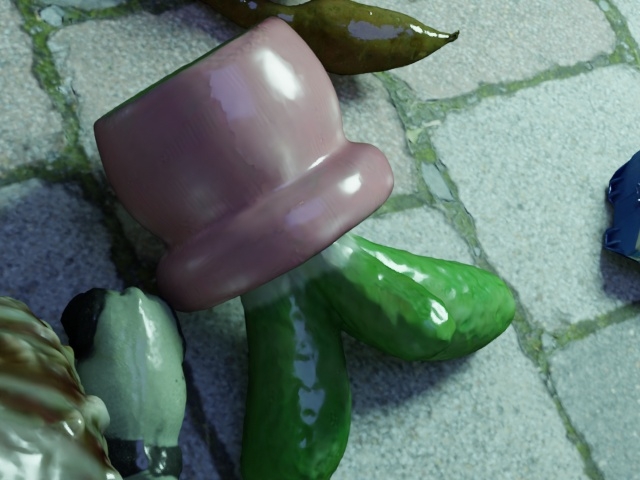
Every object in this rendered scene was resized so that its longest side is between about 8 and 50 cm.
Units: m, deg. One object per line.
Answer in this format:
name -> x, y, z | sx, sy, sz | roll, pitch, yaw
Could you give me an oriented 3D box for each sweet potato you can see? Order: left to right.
sweet potato -> -0.003, -0.202, 1.089 | 0.269, 0.075, 0.074 | 13, 60, -1

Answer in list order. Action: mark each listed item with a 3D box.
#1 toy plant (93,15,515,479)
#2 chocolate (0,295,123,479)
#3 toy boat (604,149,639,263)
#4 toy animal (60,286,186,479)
toy plant -> -0.005, -0.004, 0.915 | 0.317, 0.211, 0.356 | -38, 96, -34
chocolate -> -0.237, 0.146, 0.702 | 0.210, 0.225, 0.340 | 1, 25, -31
toy boat -> 0.444, 0.004, 1.164 | 0.295, 0.088, 0.129 | 20, 60, -12
toy animal -> -0.136, 0.140, 0.826 | 0.094, 0.121, 0.225 | 1, 74, -21
